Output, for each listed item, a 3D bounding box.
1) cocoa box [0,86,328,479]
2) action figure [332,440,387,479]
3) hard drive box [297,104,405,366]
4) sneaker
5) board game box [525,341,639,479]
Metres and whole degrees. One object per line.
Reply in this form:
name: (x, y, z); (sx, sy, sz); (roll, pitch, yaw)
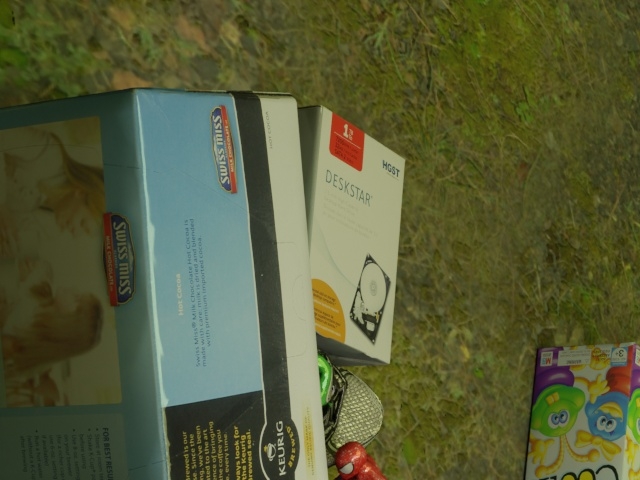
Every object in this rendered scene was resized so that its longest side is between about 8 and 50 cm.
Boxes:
cocoa box: (-0.156, 0.059, 1.449); (0.228, 0.231, 0.347); (-4, 89, -57)
action figure: (0.020, 0.321, 1.813); (0.139, 0.091, 0.280); (-20, 129, -15)
hard drive box: (0.000, 0.000, 1.839); (0.181, 0.089, 0.232); (26, 63, -54)
sneaker: (-0.032, 0.161, 1.712); (0.343, 0.146, 0.134); (18, 70, -56)
board game box: (0.363, 0.288, 2.317); (0.142, 0.144, 0.275); (36, 55, -49)
